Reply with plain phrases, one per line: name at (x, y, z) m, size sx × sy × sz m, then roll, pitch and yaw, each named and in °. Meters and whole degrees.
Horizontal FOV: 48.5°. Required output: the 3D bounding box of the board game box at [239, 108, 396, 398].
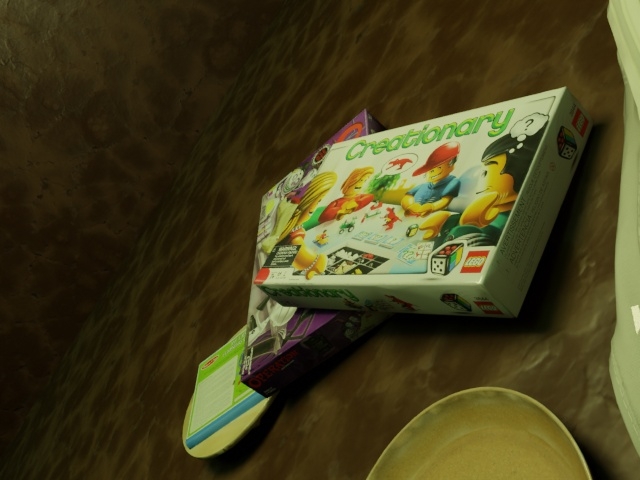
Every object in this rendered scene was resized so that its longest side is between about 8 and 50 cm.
board game box at (0.000, 0.000, 0.858) m, size 0.208 × 0.056 × 0.346 m, roll -34°, pitch 31°, yaw 24°

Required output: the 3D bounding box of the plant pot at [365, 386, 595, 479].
plant pot at (0.090, 0.210, 0.455) m, size 0.236 × 0.032 × 0.236 m, roll -47°, pitch 25°, yaw 30°

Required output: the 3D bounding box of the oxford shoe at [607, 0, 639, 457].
oxford shoe at (0.221, -0.042, 0.360) m, size 0.130 × 0.169 × 0.449 m, roll 90°, pitch -167°, yaw -53°

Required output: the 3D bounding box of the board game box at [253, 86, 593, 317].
board game box at (0.079, -0.026, 0.661) m, size 0.305 × 0.053 × 0.192 m, roll -5°, pitch 50°, yaw 52°

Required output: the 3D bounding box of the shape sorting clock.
shape sorting clock at (-0.100, 0.177, 0.886) m, size 0.206 × 0.040 × 0.206 m, roll -39°, pitch 29°, yaw 27°
